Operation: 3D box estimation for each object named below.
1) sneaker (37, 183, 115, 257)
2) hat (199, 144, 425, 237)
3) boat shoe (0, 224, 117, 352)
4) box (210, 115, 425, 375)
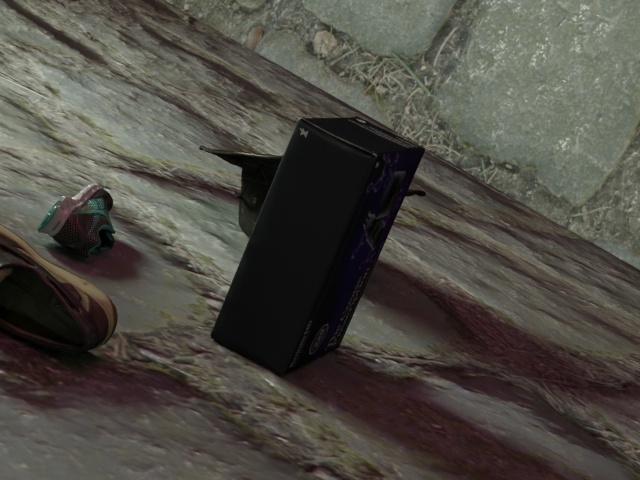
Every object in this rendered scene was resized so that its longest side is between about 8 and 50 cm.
[{"bbox_3d":[-0.272,-0.016,1.561,0.076,0.065,0.166,40,17,0],"label":"sneaker"},{"bbox_3d":[-0.025,-0.044,1.883,0.331,0.133,0.331,13,-3,1],"label":"hat"},{"bbox_3d":[-0.296,0.038,1.231,0.224,0.080,0.073,28,8,1],"label":"boat shoe"},{"bbox_3d":[0.000,0.000,1.470,0.103,0.261,0.184,28,15,18],"label":"box"}]
